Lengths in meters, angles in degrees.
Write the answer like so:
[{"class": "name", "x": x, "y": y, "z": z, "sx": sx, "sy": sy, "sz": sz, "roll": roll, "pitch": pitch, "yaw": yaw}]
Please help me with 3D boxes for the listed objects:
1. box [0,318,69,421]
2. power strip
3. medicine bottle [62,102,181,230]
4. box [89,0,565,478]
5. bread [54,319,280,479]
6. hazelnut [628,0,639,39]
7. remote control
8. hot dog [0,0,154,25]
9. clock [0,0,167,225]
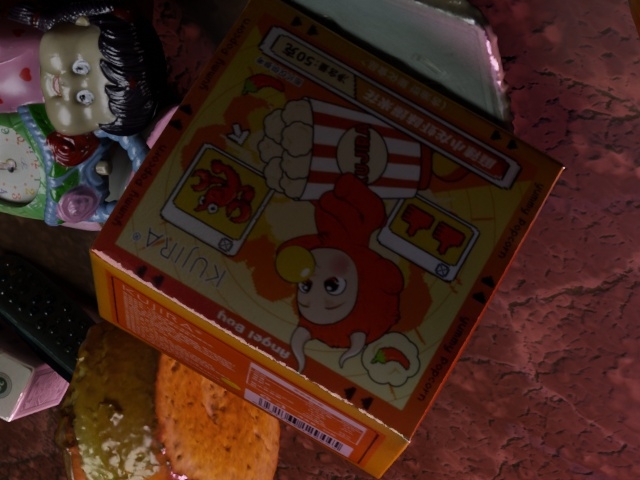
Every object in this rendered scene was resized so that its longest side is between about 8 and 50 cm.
[{"class": "box", "x": -0.412, "y": 0.106, "z": 1.789, "sx": 0.256, "sy": 0.164, "sz": 0.069, "roll": 27, "pitch": 95, "yaw": 8}, {"class": "power strip", "x": 0.063, "y": -0.168, "z": 1.262, "sx": 0.213, "sy": 0.064, "sz": 0.198, "roll": 23, "pitch": 159, "yaw": 21}, {"class": "medicine bottle", "x": -0.203, "y": -0.079, "z": 1.473, "sx": 0.143, "sy": 0.147, "sz": 0.147, "roll": 21, "pitch": 139, "yaw": 13}, {"class": "box", "x": 0.000, "y": 0.000, "z": 1.290, "sx": 0.283, "sy": 0.259, "sz": 0.214, "roll": 30, "pitch": 165, "yaw": 3}, {"class": "bread", "x": -0.150, "y": 0.181, "z": 1.634, "sx": 0.146, "sy": 0.268, "sz": 0.268, "roll": -13, "pitch": 123, "yaw": 29}, {"class": "hazelnut", "x": 0.296, "y": -0.155, "z": 1.056, "sx": 0.182, "sy": 0.182, "sz": 0.182, "roll": 18, "pitch": 138, "yaw": 17}, {"class": "remote control", "x": -0.283, "y": 0.098, "z": 1.730, "sx": 0.222, "sy": 0.072, "sz": 0.042, "roll": 42, "pitch": 137, "yaw": 13}, {"class": "hot dog", "x": -0.245, "y": -0.223, "z": 1.390, "sx": 0.227, "sy": 0.099, "sz": 0.160, "roll": 25, "pitch": 139, "yaw": 1}, {"class": "clock", "x": -0.218, "y": -0.106, "z": 1.335, "sx": 0.195, "sy": 0.100, "sz": 0.194, "roll": 1, "pitch": 112, "yaw": 22}]
